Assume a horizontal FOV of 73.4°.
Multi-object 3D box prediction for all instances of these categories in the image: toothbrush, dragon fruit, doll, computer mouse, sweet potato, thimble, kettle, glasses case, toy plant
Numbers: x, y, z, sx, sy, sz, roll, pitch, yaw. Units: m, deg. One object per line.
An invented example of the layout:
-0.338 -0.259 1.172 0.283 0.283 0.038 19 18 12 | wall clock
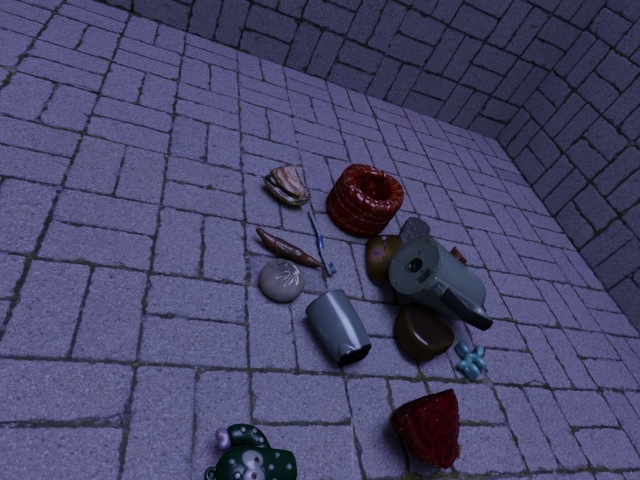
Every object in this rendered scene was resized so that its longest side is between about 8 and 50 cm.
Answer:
-0.004 0.002 1.879 0.040 0.040 0.386 5 43 -28 | toothbrush
0.328 0.618 1.370 0.317 0.152 0.204 3 64 -48 | dragon fruit
0.606 0.485 1.731 0.160 0.059 0.158 14 42 -21 | doll
0.291 0.067 1.925 0.159 0.071 0.310 -4 41 9 | computer mouse
-0.130 0.044 1.732 0.315 0.066 0.072 29 46 -6 | sweet potato
0.210 -0.196 2.061 0.351 0.230 0.350 16 42 -15 | thimble
0.514 0.197 1.734 0.377 0.250 0.361 32 13 -34 | kettle
0.455 -0.006 2.127 0.137 0.085 0.354 32 41 5 | glasses case
-0.178 0.594 1.090 0.243 0.112 0.232 29 34 -11 | toy plant
0.084 0.317 1.524 0.236 0.161 0.221 58 16 28 | kettle

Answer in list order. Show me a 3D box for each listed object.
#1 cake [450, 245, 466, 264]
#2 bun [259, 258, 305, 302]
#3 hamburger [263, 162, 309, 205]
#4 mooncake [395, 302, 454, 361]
0.677 0.099 2.168 0.098 0.135 0.287 40 20 18 | cake
-0.138 0.137 1.587 0.173 0.119 0.172 16 42 -14 | bun
-0.156 -0.231 1.977 0.155 0.135 0.207 -28 80 -29 | hamburger
0.396 0.358 1.688 0.235 0.117 0.234 18 34 -13 | mooncake
